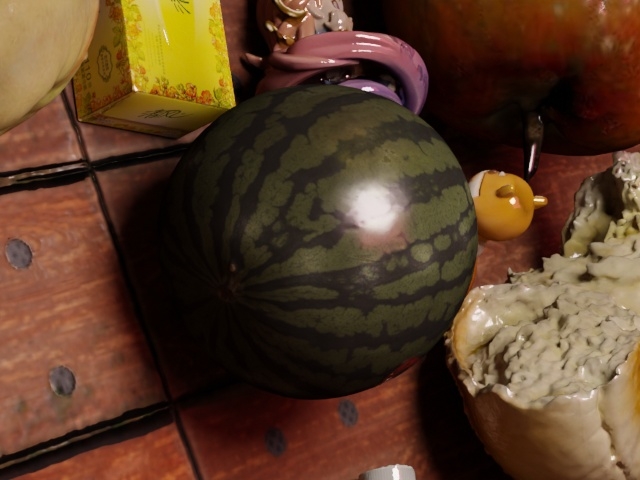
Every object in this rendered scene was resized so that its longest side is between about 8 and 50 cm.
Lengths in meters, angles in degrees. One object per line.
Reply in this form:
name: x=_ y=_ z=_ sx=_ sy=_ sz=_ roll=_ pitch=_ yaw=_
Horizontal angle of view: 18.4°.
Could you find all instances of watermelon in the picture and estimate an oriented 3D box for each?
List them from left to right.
watermelon: x=0.000 y=0.000 z=1.288 sx=0.212 sy=0.212 sz=0.212 roll=24 pitch=56 yaw=-41

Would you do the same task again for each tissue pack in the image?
tissue pack: x=-0.120 y=-0.165 z=1.336 sx=0.095 sy=0.062 sz=0.176 roll=9 pitch=65 yaw=-47

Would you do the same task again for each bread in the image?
bread: x=0.213 y=0.089 z=1.519 sx=0.314 sy=0.171 sz=0.192 roll=-57 pitch=138 yaw=-43

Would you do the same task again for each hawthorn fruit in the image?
hawthorn fruit: x=0.178 y=-0.181 z=1.535 sx=0.268 sy=0.268 sz=0.300 roll=14 pitch=72 yaw=-45

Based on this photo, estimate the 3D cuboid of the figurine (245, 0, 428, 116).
figurine: x=-0.005 y=-0.136 z=1.435 sx=0.157 sy=0.114 sz=0.126 roll=51 pitch=-2 yaw=24

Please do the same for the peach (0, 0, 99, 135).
peach: x=-0.233 y=-0.153 z=1.082 sx=0.232 sy=0.232 sz=0.232 roll=24 pitch=56 yaw=-41

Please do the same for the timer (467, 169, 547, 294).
timer: x=0.094 y=-0.012 z=1.439 sx=0.132 sy=0.152 sz=0.132 roll=24 pitch=56 yaw=-41

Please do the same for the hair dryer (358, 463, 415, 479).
hair dryer: x=0.004 y=0.222 z=1.320 sx=0.183 sy=0.044 sz=0.155 roll=13 pitch=61 yaw=-42
